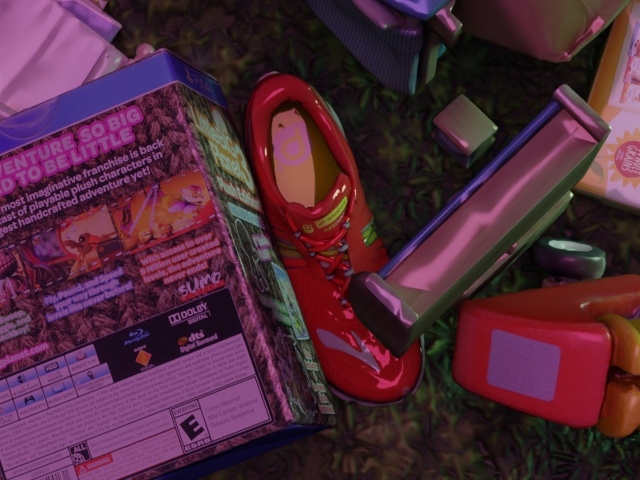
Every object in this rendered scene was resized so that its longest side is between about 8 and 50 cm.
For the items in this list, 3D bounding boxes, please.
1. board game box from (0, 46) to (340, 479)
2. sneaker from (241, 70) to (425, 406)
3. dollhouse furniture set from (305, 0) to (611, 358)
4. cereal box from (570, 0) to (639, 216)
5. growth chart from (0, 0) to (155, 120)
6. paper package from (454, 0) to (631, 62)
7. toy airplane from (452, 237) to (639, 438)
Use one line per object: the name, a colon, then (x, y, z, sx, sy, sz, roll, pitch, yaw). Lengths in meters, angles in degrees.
board game box: (-0.151, 0.041, 1.483, 0.232, 0.141, 0.291, -21, 80, 11)
sneaker: (0.000, 0.000, 1.542, 0.107, 0.118, 0.279, -22, 83, -3)
dollhouse furniture set: (0.023, -0.090, 1.462, 0.198, 0.286, 0.303, -43, 81, -9)
cereal box: (0.330, -0.086, 1.594, 0.240, 0.047, 0.173, 19, 84, 1)
growth chart: (-0.251, -0.179, 1.609, 0.237, 0.021, 0.172, 43, 84, 4)
paper package: (0.072, -0.320, 1.439, 0.168, 0.309, 0.325, -42, 119, -10)
toy airplane: (0.341, 0.108, 1.455, 0.384, 0.272, 0.386, -37, 102, 5)
